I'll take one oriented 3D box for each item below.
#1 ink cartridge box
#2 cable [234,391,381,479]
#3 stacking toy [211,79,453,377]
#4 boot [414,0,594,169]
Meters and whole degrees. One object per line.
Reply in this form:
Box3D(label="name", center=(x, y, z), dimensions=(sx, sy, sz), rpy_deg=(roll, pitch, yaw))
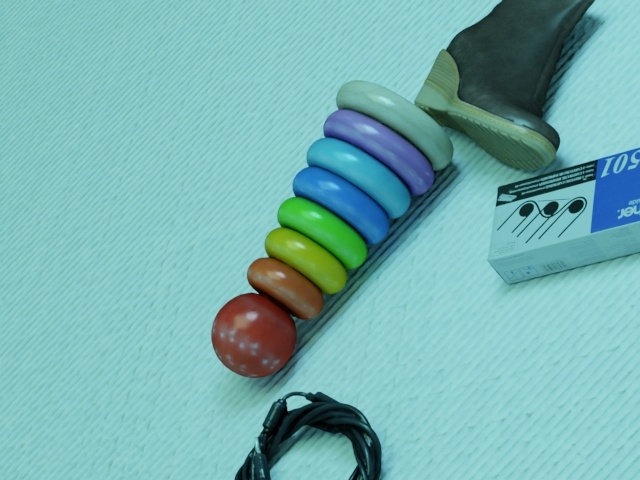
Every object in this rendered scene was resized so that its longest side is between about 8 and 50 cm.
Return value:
Box3D(label="ink cartridge box", center=(0.266, -0.029, 1.933), dimensions=(0.207, 0.046, 0.097), rpy_deg=(-15, 46, 31))
Box3D(label="cable", center=(-0.015, 0.222, 1.937), dimensions=(0.150, 0.047, 0.184), rpy_deg=(-50, 38, -10))
Box3D(label="stacking toy", center=(0.000, 0.000, 2.089), dimensions=(0.141, 0.141, 0.330), rpy_deg=(20, 74, 50))
Box3D(label="boot", center=(0.219, -0.190, 2.098), dimensions=(0.207, 0.090, 0.248), rpy_deg=(-49, 33, -5))
